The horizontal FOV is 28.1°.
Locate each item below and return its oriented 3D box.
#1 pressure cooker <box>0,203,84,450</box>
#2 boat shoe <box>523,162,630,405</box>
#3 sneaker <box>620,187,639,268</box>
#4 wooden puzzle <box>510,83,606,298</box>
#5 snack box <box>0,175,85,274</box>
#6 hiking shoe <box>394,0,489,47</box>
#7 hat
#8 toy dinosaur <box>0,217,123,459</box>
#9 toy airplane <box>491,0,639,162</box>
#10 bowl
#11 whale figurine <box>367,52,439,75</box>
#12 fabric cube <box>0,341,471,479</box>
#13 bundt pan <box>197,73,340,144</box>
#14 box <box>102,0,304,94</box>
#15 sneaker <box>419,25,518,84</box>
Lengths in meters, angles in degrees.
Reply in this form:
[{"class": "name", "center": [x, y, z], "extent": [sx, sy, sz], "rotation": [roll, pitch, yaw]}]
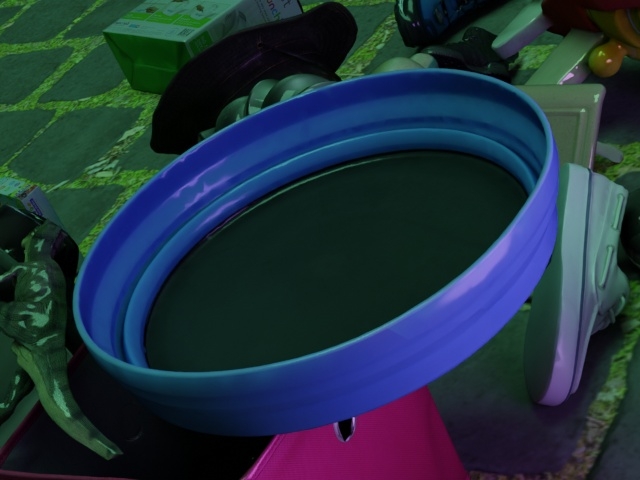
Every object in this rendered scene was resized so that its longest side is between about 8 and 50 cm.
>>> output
[{"class": "pressure cooker", "center": [-0.380, 0.164, 1.238], "extent": [0.369, 0.376, 0.420], "rotation": [-2, 38, 39]}, {"class": "boat shoe", "center": [0.255, 0.042, 1.225], "extent": [0.084, 0.095, 0.258], "rotation": [17, 64, -6]}, {"class": "sneaker", "center": [0.355, -0.027, 1.204], "extent": [0.106, 0.163, 0.281], "rotation": [-27, 31, -3]}, {"class": "wooden puzzle", "center": [0.198, -0.055, 1.393], "extent": [0.220, 0.044, 0.239], "rotation": [4, 79, 40]}, {"class": "snack box", "center": [-0.389, -0.018, 1.754], "extent": [0.100, 0.141, 0.037], "rotation": [13, 48, 46]}, {"class": "hiking shoe", "center": [0.217, -0.395, 1.926], "extent": [0.132, 0.113, 0.304], "rotation": [1, 39, 39]}, {"class": "hat", "center": [-0.061, -0.167, 1.725], "extent": [0.331, 0.331, 0.134], "rotation": [-31, 74, -9]}, {"class": "toy dinosaur", "center": [-0.239, 0.086, 1.020], "extent": [0.118, 0.064, 0.268], "rotation": [-30, 49, 7]}, {"class": "toy airplane", "center": [0.363, -0.261, 1.520], "extent": [0.386, 0.272, 0.384], "rotation": [-49, -1, 40]}, {"class": "bowl", "center": [0.000, 0.000, 1.001], "extent": [0.391, 0.077, 0.391], "rotation": [-18, 31, 11]}, {"class": "whale figurine", "center": [0.088, -0.137, 1.629], "extent": [0.216, 0.141, 0.272], "rotation": [-49, 7, 4]}, {"class": "fabric cube", "center": [-0.061, 0.195, 1.071], "extent": [0.259, 0.258, 0.254], "rotation": [-3, 36, 33]}, {"class": "bundt pan", "center": [-0.052, -0.047, 1.438], "extent": [0.330, 0.124, 0.331], "rotation": [-24, 51, 34]}, {"class": "box", "center": [-0.195, -0.356, 2.154], "extent": [0.231, 0.127, 0.262], "rotation": [-41, 33, -26]}, {"class": "sneaker", "center": [0.198, -0.250, 1.711], "extent": [0.051, 0.170, 0.089], "rotation": [-48, 40, 43]}]
